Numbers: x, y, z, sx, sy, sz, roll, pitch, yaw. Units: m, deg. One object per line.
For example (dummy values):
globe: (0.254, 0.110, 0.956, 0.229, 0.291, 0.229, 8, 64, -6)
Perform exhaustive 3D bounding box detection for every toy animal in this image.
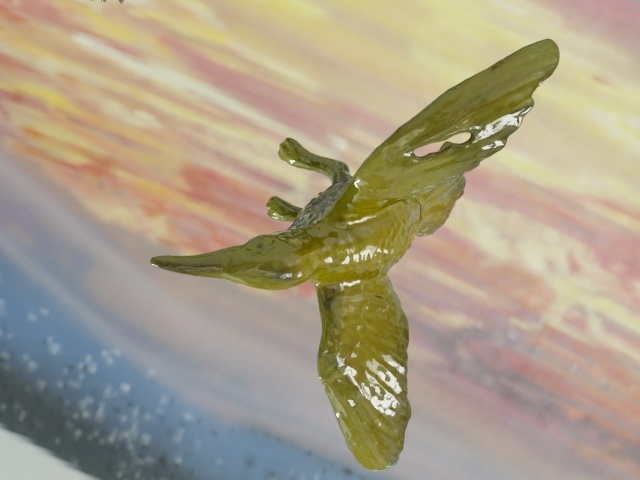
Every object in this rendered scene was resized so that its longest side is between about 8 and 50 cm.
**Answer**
toy animal: (0.000, 0.000, 0.680, 0.155, 0.219, 0.095, 3, -151, -13)

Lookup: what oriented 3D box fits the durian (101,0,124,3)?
durian: (-0.214, -0.340, 1.412, 0.258, 0.258, 0.293, 27, -137, 8)
